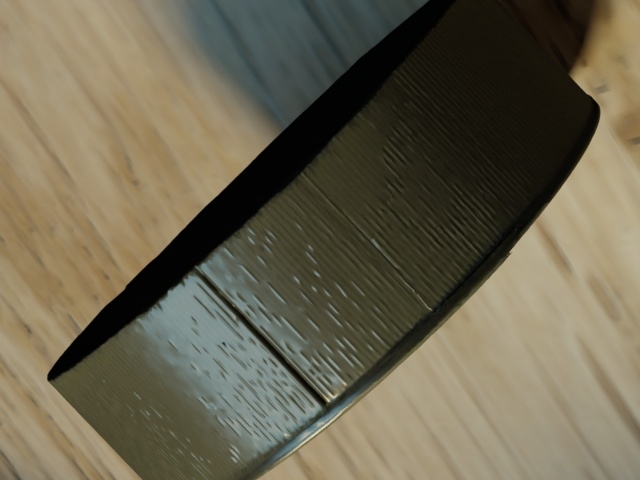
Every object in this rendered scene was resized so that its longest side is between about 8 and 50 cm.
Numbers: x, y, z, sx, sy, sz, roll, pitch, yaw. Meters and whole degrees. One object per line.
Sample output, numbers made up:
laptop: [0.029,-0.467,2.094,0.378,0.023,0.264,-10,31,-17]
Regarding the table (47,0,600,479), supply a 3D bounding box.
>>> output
table: [0.000,0.000,0.421,0.043,0.133,0.133,46,140,-6]
